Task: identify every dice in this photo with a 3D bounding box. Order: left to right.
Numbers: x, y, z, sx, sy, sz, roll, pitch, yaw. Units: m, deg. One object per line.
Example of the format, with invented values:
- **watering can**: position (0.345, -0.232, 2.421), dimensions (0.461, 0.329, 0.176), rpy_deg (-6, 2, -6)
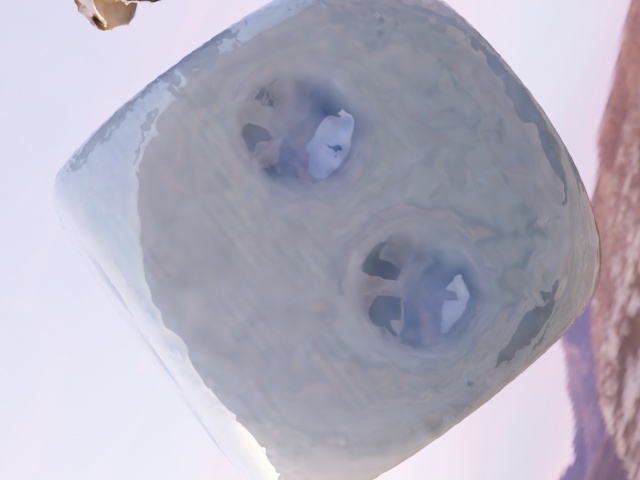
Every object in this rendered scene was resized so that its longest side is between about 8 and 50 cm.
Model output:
- **dice**: position (0.000, 0.000, 0.809), dimensions (0.264, 0.263, 0.268), rpy_deg (-36, 1, -11)

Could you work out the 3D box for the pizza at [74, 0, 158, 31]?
- **pizza**: position (-0.197, -0.286, 0.708), dimensions (0.080, 0.435, 0.392), rpy_deg (-37, -35, -11)
